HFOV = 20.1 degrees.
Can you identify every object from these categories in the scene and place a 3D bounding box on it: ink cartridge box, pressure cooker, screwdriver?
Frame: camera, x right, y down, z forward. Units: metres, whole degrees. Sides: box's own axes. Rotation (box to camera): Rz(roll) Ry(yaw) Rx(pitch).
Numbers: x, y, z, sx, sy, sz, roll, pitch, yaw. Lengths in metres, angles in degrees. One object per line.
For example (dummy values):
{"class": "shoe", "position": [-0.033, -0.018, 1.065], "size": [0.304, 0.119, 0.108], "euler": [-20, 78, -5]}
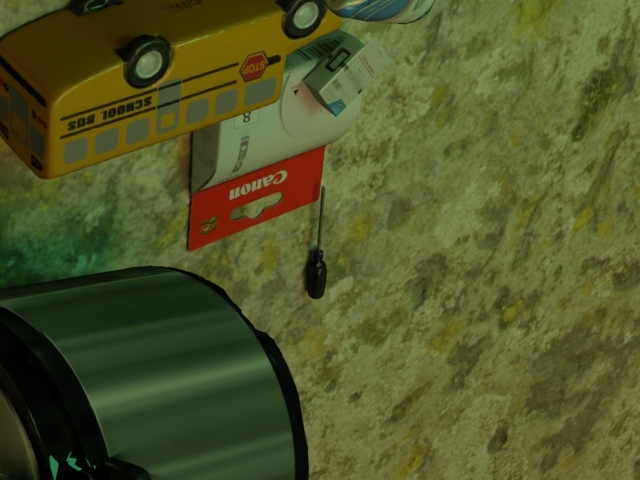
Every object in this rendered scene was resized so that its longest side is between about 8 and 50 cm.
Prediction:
{"class": "ink cartridge box", "position": [0.028, -0.175, 1.860], "size": [0.083, 0.028, 0.048], "euler": [-45, 143, -5]}
{"class": "pressure cooker", "position": [-0.270, 0.218, 1.702], "size": [0.420, 0.375, 0.370], "euler": [-9, 146, -50]}
{"class": "screwdriver", "position": [0.000, 0.000, 2.083], "size": [0.025, 0.024, 0.170], "euler": [-55, 157, -49]}
{"class": "ink cartridge box", "position": [-0.048, -0.097, 1.922], "size": [0.189, 0.066, 0.232], "euler": [-22, 132, -31]}

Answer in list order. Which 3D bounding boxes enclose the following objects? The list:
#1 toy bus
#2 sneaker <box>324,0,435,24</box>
{"class": "toy bus", "position": [-0.139, -0.175, 1.712], "size": [0.333, 0.108, 0.130], "euler": [-22, 136, -31]}
{"class": "sneaker", "position": [0.062, -0.243, 1.282], "size": [0.081, 0.080, 0.211], "euler": [-14, 132, -40]}
